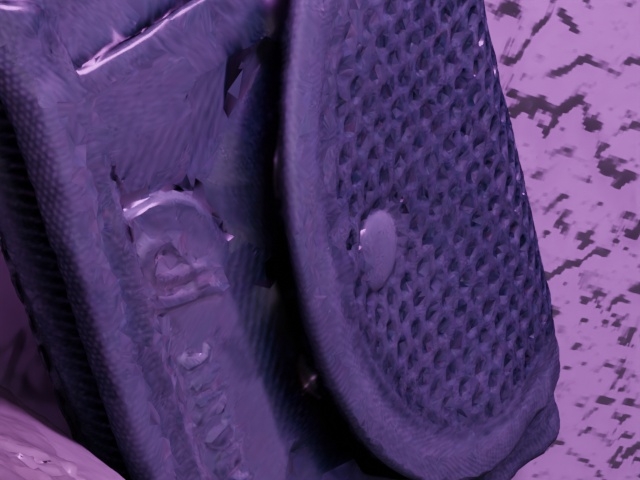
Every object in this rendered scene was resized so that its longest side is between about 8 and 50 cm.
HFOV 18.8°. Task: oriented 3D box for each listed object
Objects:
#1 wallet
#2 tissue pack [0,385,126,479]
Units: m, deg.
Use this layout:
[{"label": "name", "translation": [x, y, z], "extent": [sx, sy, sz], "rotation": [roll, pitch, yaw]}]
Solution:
[{"label": "wallet", "translation": [0.000, 0.000, 0.710], "extent": [0.237, 0.075, 0.342], "rotation": [-40, 128, -36]}, {"label": "tissue pack", "translation": [-0.167, 0.218, 0.549], "extent": [0.194, 0.266, 0.356], "rotation": [26, 90, -41]}]
